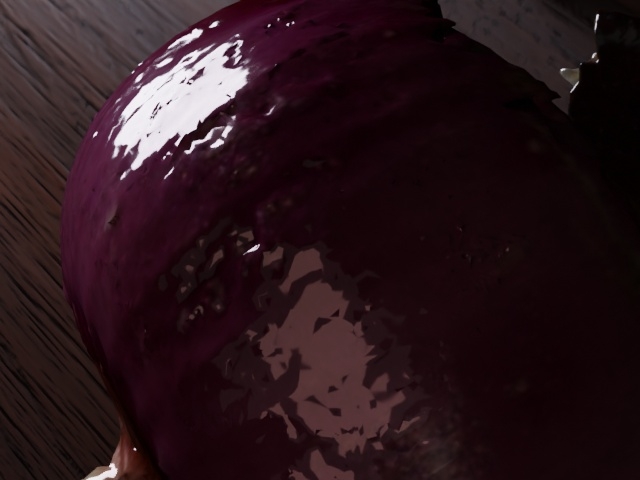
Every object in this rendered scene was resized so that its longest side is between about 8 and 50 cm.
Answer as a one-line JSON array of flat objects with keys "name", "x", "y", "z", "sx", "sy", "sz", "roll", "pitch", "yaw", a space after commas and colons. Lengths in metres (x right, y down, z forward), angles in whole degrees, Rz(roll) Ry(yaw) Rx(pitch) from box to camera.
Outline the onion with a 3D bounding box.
[{"name": "onion", "x": 0.018, "y": 0.079, "z": 0.540, "sx": 0.358, "sy": 0.358, "sz": 0.345, "roll": 21, "pitch": 68, "yaw": 35}]

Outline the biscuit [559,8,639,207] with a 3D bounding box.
[{"name": "biscuit", "x": 0.224, "y": -0.033, "z": 0.562, "sx": 0.252, "sy": 0.070, "sz": 0.106, "roll": 20, "pitch": 104, "yaw": 35}]
